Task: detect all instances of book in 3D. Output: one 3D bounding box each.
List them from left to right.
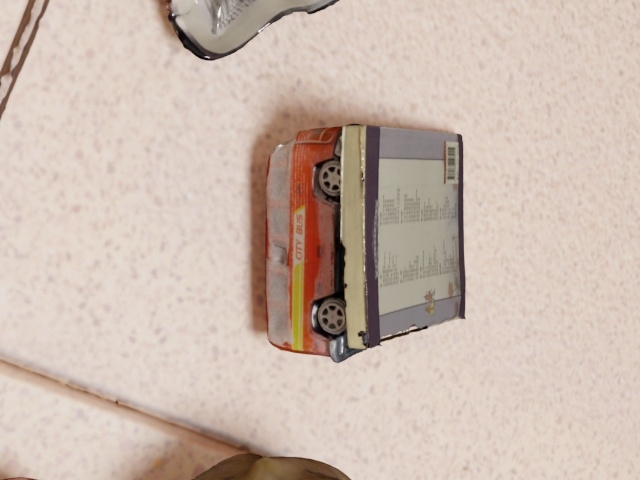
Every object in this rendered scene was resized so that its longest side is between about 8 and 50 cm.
[{"bbox_3d":[0.067,-0.007,1.042,0.231,0.026,0.158,-5,94,-66],"label":"book"}]

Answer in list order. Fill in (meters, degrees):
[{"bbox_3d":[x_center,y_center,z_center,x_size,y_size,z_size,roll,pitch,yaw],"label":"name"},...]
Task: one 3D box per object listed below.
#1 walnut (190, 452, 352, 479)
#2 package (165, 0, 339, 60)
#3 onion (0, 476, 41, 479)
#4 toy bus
[{"bbox_3d":[-0.031,0.252,0.930,0.224,0.224,0.224,-3,95,-38],"label":"walnut"},{"bbox_3d":[-0.079,-0.250,0.969,0.166,0.040,0.232,-38,107,-33],"label":"package"},{"bbox_3d":[-0.202,0.212,0.854,0.131,0.131,0.131,-3,95,-38],"label":"onion"},{"bbox_3d":[0.000,0.000,1.013,0.079,0.077,0.174,-12,103,-66],"label":"toy bus"}]
